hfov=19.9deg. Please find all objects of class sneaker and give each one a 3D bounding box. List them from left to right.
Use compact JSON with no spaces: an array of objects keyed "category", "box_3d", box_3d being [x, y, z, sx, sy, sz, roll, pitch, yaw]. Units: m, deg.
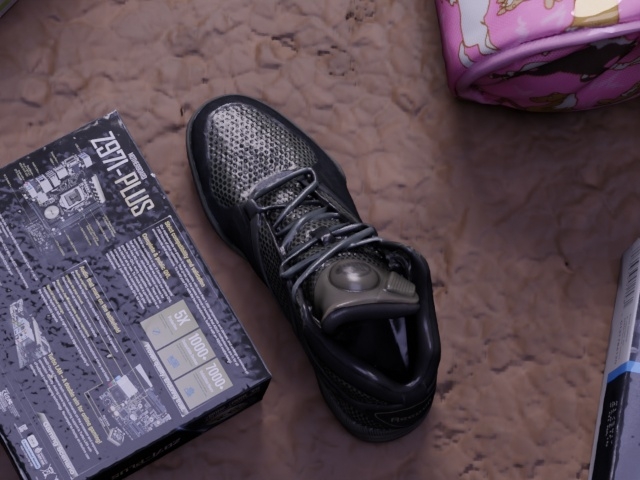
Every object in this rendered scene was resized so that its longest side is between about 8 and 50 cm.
[{"category":"sneaker","box_3d":[0.000,0.000,1.035,0.087,0.130,0.227,-25,77,-14]}]

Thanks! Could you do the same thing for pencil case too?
[{"category":"pencil case","box_3d":[0.139,-0.271,1.107,0.167,0.160,0.386,-4,75,-7]}]

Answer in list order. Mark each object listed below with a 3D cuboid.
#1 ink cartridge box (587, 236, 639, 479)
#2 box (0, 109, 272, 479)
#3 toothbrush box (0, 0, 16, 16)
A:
[{"category":"ink cartridge box","box_3d":[0.332,0.111,1.075,0.332,0.065,0.165,12,73,-4]},{"category":"box","box_3d":[-0.136,0.042,1.033,0.147,0.077,0.180,-29,80,-13]},{"category":"toothbrush box","box_3d":[-0.252,-0.289,1.088,0.283,0.122,0.206,39,75,6]}]
